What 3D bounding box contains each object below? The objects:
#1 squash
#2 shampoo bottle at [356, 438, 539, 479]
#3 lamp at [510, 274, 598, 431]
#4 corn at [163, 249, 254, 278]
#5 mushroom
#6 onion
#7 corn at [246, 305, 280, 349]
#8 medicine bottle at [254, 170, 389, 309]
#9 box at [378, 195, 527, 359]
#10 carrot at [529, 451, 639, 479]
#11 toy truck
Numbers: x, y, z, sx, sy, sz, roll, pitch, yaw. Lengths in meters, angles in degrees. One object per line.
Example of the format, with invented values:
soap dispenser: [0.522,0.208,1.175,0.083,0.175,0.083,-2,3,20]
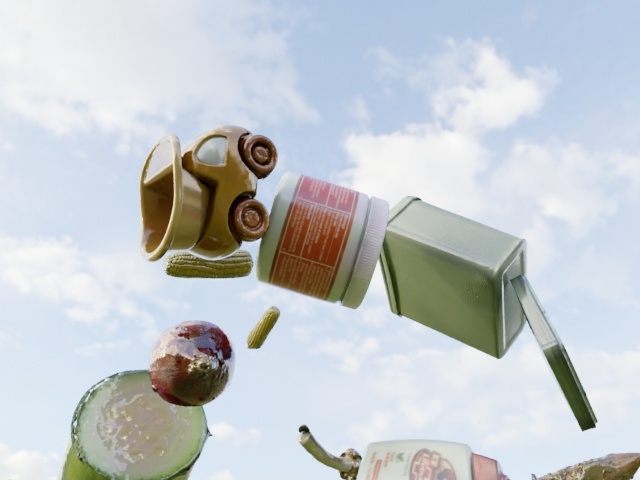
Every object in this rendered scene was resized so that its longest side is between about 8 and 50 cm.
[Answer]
squash: [-0.402,0.466,1.196,0.262,0.263,0.385,17,-51,-16]
shampoo bottle: [0.181,0.355,0.814,0.284,0.153,0.071,-15,-56,32]
lamp: [0.506,0.240,1.263,0.047,0.267,0.269,-26,-62,14]
corn: [-0.285,0.062,1.483,0.230,0.080,0.080,0,-34,-23]
mushroom: [0.022,0.399,1.072,0.061,0.060,0.187,9,-28,51]
onion: [-0.215,0.209,0.990,0.159,0.160,0.195,17,-18,-16]
corn: [-0.088,0.135,0.879,0.027,0.028,0.083,27,-71,-21]
medicine bottle: [0.000,0.000,1.252,0.240,0.253,0.253,17,-38,-1]
box: [0.342,0.095,1.493,0.343,0.177,0.352,22,-37,38]
carrot: [0.560,0.506,1.210,0.263,0.102,0.102,-29,-45,10]
toy truck: [-0.217,-0.087,1.095,0.211,0.288,0.204,13,-16,-34]
